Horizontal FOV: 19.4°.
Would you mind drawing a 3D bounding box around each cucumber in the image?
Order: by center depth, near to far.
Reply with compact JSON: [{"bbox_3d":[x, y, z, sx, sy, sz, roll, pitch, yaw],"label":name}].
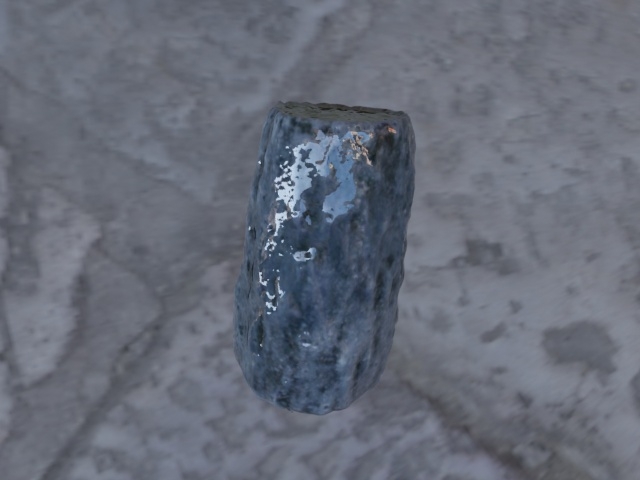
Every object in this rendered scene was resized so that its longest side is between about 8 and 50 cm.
[{"bbox_3d":[0.000,0.002,0.666,0.064,0.064,0.112,15,118,18],"label":"cucumber"}]
